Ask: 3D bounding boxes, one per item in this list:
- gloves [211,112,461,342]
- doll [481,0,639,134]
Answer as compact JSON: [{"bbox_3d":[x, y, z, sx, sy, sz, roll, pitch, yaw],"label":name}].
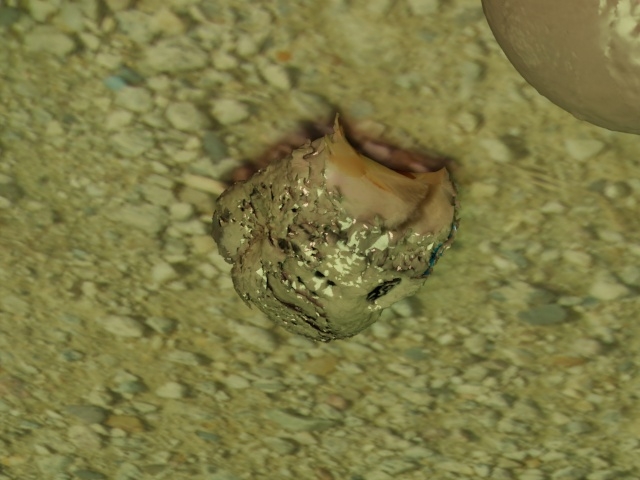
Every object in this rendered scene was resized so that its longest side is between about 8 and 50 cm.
[{"bbox_3d":[0.000,0.004,0.935,0.114,0.070,0.153,23,148,-17],"label":"gloves"},{"bbox_3d":[0.085,-0.163,0.608,0.151,0.151,0.287,-13,133,33],"label":"doll"}]
